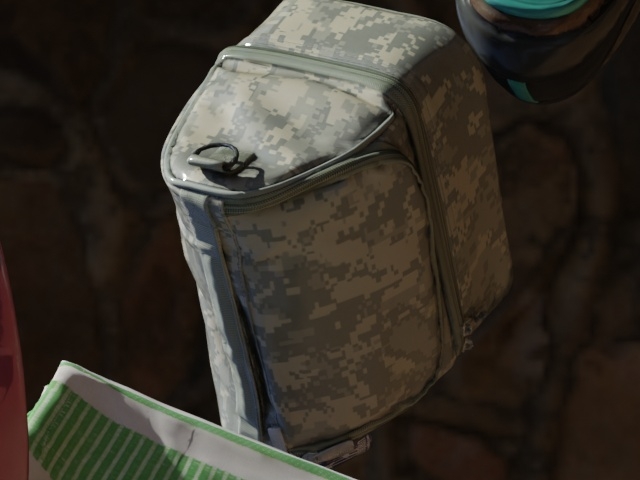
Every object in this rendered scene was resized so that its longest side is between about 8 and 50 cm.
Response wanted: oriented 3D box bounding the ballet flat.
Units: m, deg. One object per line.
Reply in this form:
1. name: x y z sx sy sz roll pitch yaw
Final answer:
1. ballet flat: 0.139 -0.177 0.846 0.280 0.095 0.096 -57 -25 -20

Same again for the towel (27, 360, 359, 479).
1. towel: -0.086 0.189 1.069 0.325 0.248 0.038 -72 5 -67

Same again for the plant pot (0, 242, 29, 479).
1. plant pot: -0.228 0.051 0.745 0.201 0.180 0.201 172 90 -66

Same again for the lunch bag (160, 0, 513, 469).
1. lunch bag: 0.000 0.000 1.480 0.256 0.212 0.305 -44 -42 -36
